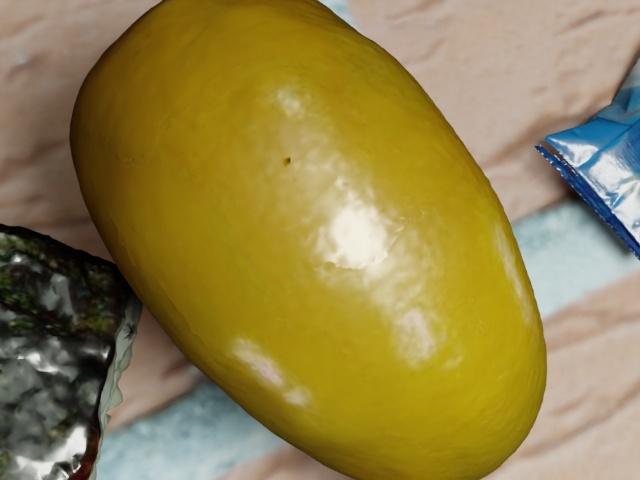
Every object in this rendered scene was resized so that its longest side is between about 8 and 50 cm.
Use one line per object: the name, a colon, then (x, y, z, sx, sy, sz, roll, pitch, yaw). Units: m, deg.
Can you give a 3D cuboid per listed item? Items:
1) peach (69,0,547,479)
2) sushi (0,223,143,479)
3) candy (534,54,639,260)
peach: (0.000, 0.000, 0.615, 0.153, 0.251, 0.251, -45, 81, 3)
sushi: (-0.157, 0.101, 0.598, 0.127, 0.124, 0.225, 15, 70, -6)
candy: (0.185, -0.053, 0.796, 0.088, 0.038, 0.136, 46, 55, 5)
